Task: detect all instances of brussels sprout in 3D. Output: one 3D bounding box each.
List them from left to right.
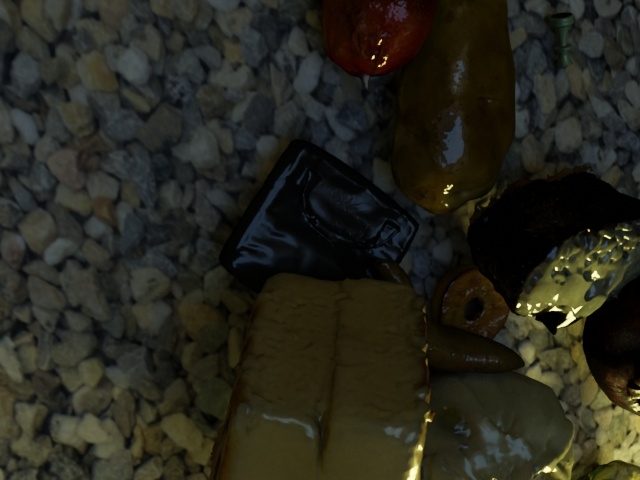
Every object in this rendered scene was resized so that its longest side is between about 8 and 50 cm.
[{"bbox_3d":[0.539,0.496,1.944,0.139,0.100,0.181,24,93,-36],"label":"brussels sprout"}]

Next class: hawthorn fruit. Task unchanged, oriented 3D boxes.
[{"bbox_3d":[0.077,-0.331,1.487,0.173,0.173,0.179,35,111,-26],"label":"hawthorn fruit"}]

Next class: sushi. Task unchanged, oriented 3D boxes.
[{"bbox_3d":[0.386,0.014,1.662,0.349,0.207,0.234,-8,130,-40],"label":"sushi"}]

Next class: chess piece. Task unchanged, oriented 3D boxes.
[{"bbox_3d":[0.405,-0.331,1.693,0.042,0.042,0.093,-20,118,-16],"label":"chess piece"}]

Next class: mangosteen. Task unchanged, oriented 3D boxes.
[{"bbox_3d":[0.615,0.179,1.793,0.297,0.293,0.297,6,119,10],"label":"mangosteen"}]

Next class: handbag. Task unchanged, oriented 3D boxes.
[{"bbox_3d":[0.000,0.000,1.590,0.275,0.088,0.244,32,90,-25],"label":"handbag"}]

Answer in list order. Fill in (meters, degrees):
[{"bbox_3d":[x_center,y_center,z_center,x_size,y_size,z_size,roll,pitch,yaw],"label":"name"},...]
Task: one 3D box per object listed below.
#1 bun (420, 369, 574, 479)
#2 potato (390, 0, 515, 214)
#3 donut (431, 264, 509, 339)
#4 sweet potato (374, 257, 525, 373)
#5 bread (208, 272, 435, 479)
[{"bbox_3d":[0.277,0.389,1.737,0.365,0.219,0.365,-4,102,-20],"label":"bun"},{"bbox_3d":[0.215,-0.219,1.583,0.196,0.176,0.369,7,98,2],"label":"potato"},{"bbox_3d":[0.255,0.110,1.739,0.152,0.058,0.151,-6,107,-20],"label":"donut"},{"bbox_3d":[0.186,0.148,1.654,0.346,0.079,0.108,36,97,-27],"label":"sweet potato"},{"bbox_3d":[-0.006,0.274,1.441,0.279,0.371,0.390,12,121,-4],"label":"bread"}]
